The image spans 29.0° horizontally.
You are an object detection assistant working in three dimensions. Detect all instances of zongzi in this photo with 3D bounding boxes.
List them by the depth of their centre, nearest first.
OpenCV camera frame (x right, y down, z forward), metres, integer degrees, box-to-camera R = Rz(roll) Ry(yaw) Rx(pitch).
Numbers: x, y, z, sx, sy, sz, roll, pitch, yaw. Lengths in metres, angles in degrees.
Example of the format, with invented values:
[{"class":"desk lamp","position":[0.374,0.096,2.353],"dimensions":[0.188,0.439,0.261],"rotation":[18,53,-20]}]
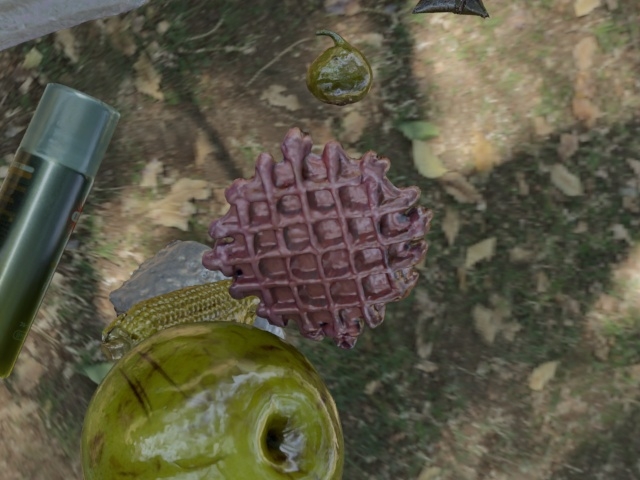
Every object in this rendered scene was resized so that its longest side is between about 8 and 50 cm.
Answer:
[{"class":"zongzi","position":[0.142,-0.250,1.246],"dimensions":[0.073,0.067,0.083],"rotation":[23,77,9]}]

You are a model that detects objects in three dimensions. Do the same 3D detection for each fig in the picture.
[{"class":"fig","position":[0.027,-0.224,1.605],"dimensions":[0.084,0.082,0.098],"rotation":[5,88,17]}]

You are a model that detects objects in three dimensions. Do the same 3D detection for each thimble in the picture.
[{"class":"thimble","position":[-0.186,0.123,1.851],"dimensions":[0.157,0.217,0.245],"rotation":[-40,64,-22]}]

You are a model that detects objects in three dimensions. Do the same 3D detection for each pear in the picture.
[{"class":"pear","position":[-0.102,0.208,1.239],"dimensions":[0.283,0.283,0.284],"rotation":[-1,92,-19]}]

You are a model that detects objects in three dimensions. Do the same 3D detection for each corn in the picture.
[{"class":"corn","position":[-0.175,0.110,1.611],"dimensions":[0.261,0.097,0.097],"rotation":[-17,98,-44]}]

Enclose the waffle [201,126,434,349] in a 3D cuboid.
[{"class":"waffle","position":[0.000,0.000,1.271],"dimensions":[0.221,0.055,0.234],"rotation":[33,118,-9]}]

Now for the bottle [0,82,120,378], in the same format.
[{"class":"bottle","position":[-0.286,-0.011,1.211],"dimensions":[0.082,0.082,0.286],"rotation":[24,85,-18]}]

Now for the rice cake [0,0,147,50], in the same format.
[{"class":"rice cake","position":[-0.384,-0.336,1.712],"dimensions":[0.298,0.050,0.106],"rotation":[-14,129,14]}]
